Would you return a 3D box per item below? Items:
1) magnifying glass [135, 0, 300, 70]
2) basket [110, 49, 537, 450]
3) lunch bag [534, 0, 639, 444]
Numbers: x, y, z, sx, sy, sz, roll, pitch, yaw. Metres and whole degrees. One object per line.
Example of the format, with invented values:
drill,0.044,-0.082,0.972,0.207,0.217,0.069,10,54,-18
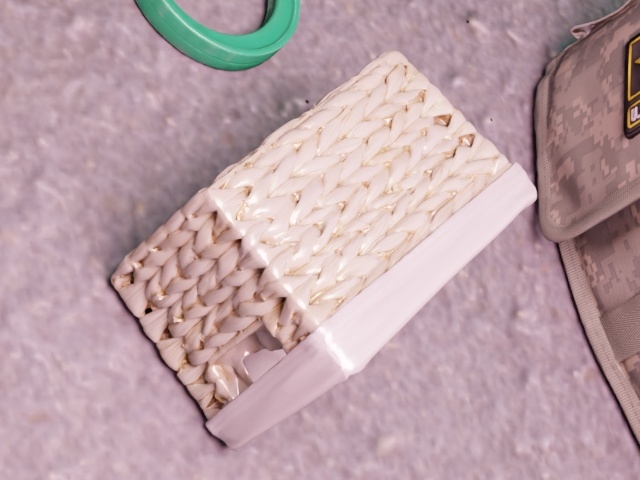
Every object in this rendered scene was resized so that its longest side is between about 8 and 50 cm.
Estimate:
magnifying glass,-0.095,-0.187,0.908,0.231,0.026,0.092,54,49,-3
basket,0.000,0.000,0.821,0.103,0.113,0.167,50,49,-1
lunch bag,0.244,-0.027,0.926,0.169,0.235,0.287,-15,77,-40
